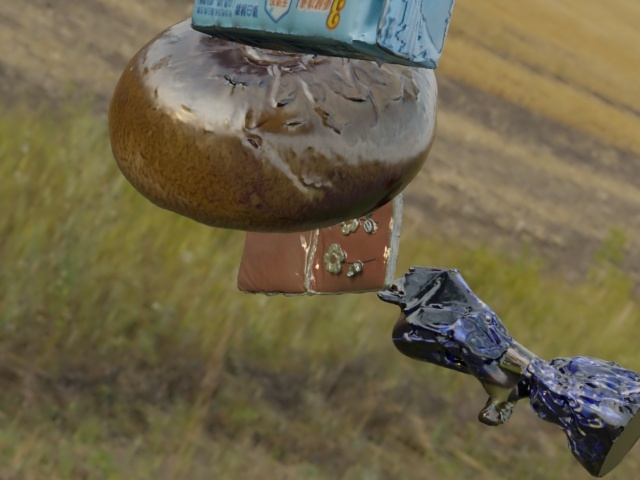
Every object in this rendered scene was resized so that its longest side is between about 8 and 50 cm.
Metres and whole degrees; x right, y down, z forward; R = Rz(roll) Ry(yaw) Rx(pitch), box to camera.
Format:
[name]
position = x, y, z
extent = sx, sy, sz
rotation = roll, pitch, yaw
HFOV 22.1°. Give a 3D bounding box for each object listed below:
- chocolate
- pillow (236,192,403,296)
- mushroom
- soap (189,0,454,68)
[chocolate]
position = 0.206, 0.137, 1.838
extent = 0.343, 0.148, 0.126
rotation = 30, -16, 16
[pillow]
position = 0.000, 0.000, 1.786
extent = 0.232, 0.126, 0.043
rotation = -3, -16, 43
[mushroom]
position = -0.040, -0.116, 1.425
extent = 0.297, 0.163, 0.278
rotation = -20, 28, -30
[soap]
position = 0.003, -0.198, 1.084
extent = 0.077, 0.156, 0.293
rotation = 12, 4, -32
